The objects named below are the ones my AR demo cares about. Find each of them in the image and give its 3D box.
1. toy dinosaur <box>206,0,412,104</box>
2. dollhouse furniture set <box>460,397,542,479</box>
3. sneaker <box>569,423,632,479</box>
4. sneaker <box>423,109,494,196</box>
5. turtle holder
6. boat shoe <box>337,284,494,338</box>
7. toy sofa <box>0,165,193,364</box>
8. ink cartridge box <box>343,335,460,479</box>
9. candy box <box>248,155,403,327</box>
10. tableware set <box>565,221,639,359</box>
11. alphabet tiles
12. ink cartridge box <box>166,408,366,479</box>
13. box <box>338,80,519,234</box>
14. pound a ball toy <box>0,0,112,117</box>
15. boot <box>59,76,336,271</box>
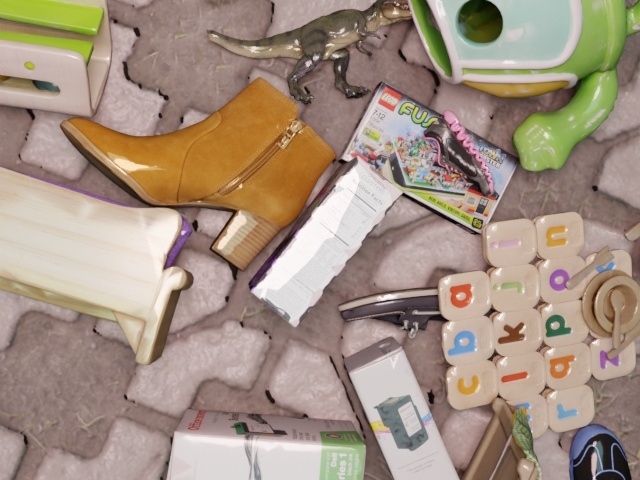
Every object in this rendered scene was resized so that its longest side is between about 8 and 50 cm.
[{"bbox_3d":[0.000,-0.236,1.064,0.268,0.064,0.118,-13,86,-1],"label":"toy dinosaur"},{"bbox_3d":[0.225,0.362,0.971,0.151,0.197,0.302,23,101,-2],"label":"dollhouse furniture set"},{"bbox_3d":[0.374,0.356,1.064,0.081,0.090,0.232,-8,90,-4],"label":"sneaker"},{"bbox_3d":[0.170,-0.100,1.039,0.057,0.047,0.119,-33,91,6],"label":"sneaker"},{"bbox_3d":[0.239,-0.269,1.010,0.227,0.243,0.320,-26,135,-2],"label":"turtle holder"},{"bbox_3d":[0.125,0.092,1.059,0.206,0.075,0.065,-6,89,-10],"label":"boat shoe"},{"bbox_3d":[-0.333,0.012,0.991,0.362,0.150,0.177,17,83,-4],"label":"toy sofa"},{"bbox_3d":[0.095,0.217,1.029,0.072,0.127,0.175,-24,90,-1],"label":"ink cartridge box"},{"bbox_3d":[0.000,0.000,1.005,0.070,0.165,0.196,38,86,-5],"label":"candy box"},{"bbox_3d":[0.419,0.050,1.072,0.194,0.039,0.128,-37,104,-12],"label":"tableware set"},{"bbox_3d":[0.278,0.109,1.064,0.278,0.021,0.284,-8,99,-18],"label":"alphabet tiles"},{"bbox_3d":[-0.067,0.265,1.000,0.219,0.160,0.093,6,88,-4],"label":"ink cartridge box"},{"bbox_3d":[0.139,-0.104,1.072,0.207,0.036,0.114,27,87,-8],"label":"box"},{"bbox_3d":[-0.425,-0.200,0.977,0.319,0.136,0.208,7,53,-4],"label":"pound a ball toy"},{"bbox_3d":[-0.142,-0.122,1.029,0.295,0.104,0.211,36,81,-15],"label":"boot"}]
